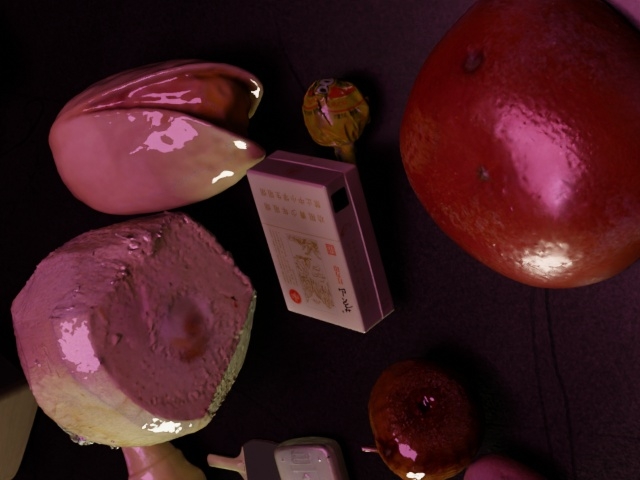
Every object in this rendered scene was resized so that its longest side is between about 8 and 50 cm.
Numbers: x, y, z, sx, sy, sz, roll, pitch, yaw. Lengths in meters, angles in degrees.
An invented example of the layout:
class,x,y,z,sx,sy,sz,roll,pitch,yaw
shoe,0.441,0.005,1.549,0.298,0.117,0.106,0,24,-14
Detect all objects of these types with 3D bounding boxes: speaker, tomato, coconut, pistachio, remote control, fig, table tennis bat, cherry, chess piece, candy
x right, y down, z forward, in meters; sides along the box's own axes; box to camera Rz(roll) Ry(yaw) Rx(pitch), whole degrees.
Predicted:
class,x,y,z,sx,sy,sz,roll,pitch,yaw
speaker,-0.547,0.269,2.080,0.153,0.192,0.231,38,124,22
tomato,0.208,-0.091,1.415,0.338,0.143,0.338,14,114,36
coconut,-0.242,0.117,1.734,0.254,0.297,0.297,-10,100,54
pistachio,-0.204,-0.133,1.683,0.299,0.187,0.187,-14,97,34
remote control,0.009,0.368,1.791,0.098,0.038,0.233,-8,102,36
fig,0.114,0.236,1.628,0.201,0.133,0.146,106,166,-55
table tennis bat,-0.091,0.309,1.864,0.156,0.013,0.087,4,109,35
cherry,0.211,0.298,1.582,0.126,0.087,0.106,-9,105,42
chess piece,-0.287,0.214,1.901,0.117,0.117,0.397,-29,90,40
candy,0.038,-0.065,1.611,0.077,0.073,0.262,11,121,54

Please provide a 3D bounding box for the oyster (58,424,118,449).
class,x,y,z,sx,sy,sz,roll,pitch,yaw
oyster,-0.342,0.245,2.000,0.177,0.064,0.125,9,106,25

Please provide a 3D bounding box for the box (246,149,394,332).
class,x,y,z,sx,sy,sz,roll,pitch,yaw
box,0.000,0.000,1.611,0.141,0.058,0.201,12,127,45
